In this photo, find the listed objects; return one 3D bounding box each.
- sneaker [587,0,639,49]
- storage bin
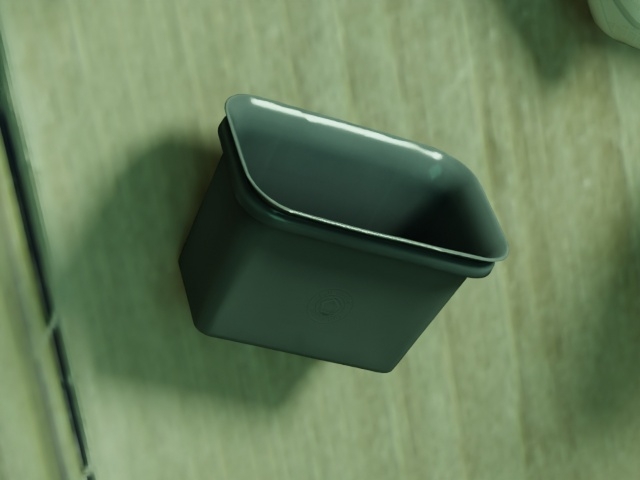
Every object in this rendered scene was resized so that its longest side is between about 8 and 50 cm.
[{"bbox_3d":[0.252,-0.180,0.911,0.292,0.110,0.118,-18,117,-11],"label":"sneaker"},{"bbox_3d":[0.000,0.000,0.848,0.135,0.098,0.091,15,124,-27],"label":"storage bin"}]
